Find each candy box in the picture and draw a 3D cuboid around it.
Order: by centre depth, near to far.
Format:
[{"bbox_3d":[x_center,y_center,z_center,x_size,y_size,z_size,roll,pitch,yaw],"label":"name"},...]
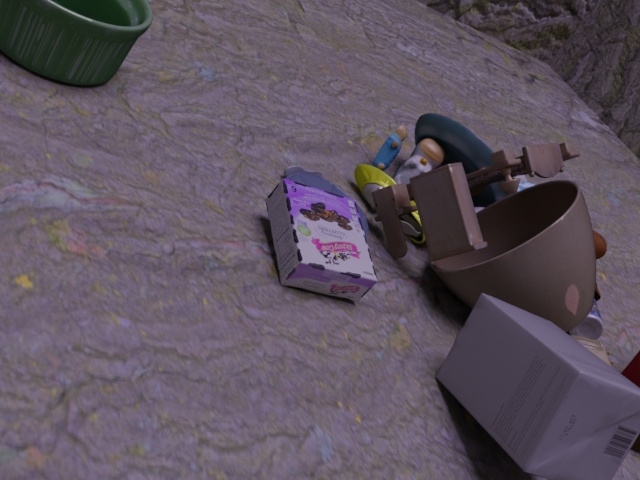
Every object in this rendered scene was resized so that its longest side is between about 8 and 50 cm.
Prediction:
[{"bbox_3d":[0.000,0.000,1.523,0.164,0.070,0.196,15,44,-31],"label":"candy box"}]

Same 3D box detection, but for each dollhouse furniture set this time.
[{"bbox_3d":[0.341,-0.073,1.782,0.355,0.303,0.174,-11,86,-45],"label":"dollhouse furniture set"}]

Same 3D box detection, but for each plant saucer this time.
[{"bbox_3d":[0.339,-0.173,2.063,0.317,0.044,0.317,42,-13,12],"label":"plant saucer"}]

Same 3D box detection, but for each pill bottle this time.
[{"bbox_3d":[0.603,0.167,1.972,0.078,0.078,0.137,30,29,-12],"label":"pill bottle"}]

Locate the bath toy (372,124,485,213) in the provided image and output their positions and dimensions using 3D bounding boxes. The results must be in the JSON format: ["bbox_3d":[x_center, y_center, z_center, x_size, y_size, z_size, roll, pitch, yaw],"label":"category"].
[{"bbox_3d":[0.284,-0.118,2.003,0.348,0.151,0.129,41,5,0],"label":"bath toy"}]

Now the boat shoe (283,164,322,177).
[{"bbox_3d":[-0.042,-0.139,1.770,0.100,0.035,0.035,1,17,-42],"label":"boat shoe"}]

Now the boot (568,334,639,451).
[{"bbox_3d":[0.600,0.309,1.741,0.262,0.095,0.203,26,28,-9],"label":"boot"}]

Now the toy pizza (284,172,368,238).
[{"bbox_3d":[0.007,-0.057,1.692,0.201,0.032,0.201,27,32,-19],"label":"toy pizza"}]

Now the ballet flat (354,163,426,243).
[{"bbox_3d":[0.155,-0.077,1.854,0.231,0.077,0.077,41,45,5],"label":"ballet flat"}]

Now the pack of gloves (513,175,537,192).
[{"bbox_3d":[0.565,-0.195,2.517,0.232,0.046,0.195,19,33,-29],"label":"pack of gloves"}]

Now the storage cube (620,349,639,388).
[{"bbox_3d":[0.802,0.307,1.851,0.183,0.215,0.193,9,32,-40],"label":"storage cube"}]

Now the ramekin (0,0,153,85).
[{"bbox_3d":[-0.480,-0.424,1.582,0.303,0.148,0.303,27,29,-17],"label":"ramekin"}]

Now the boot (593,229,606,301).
[{"bbox_3d":[0.660,0.061,2.161,0.283,0.109,0.220,14,34,-33],"label":"boot"}]

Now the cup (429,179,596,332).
[{"bbox_3d":[0.424,0.063,1.731,0.237,0.331,0.331,57,25,-13],"label":"cup"}]

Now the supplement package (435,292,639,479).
[{"bbox_3d":[0.355,0.240,1.389,0.175,0.178,0.293,21,12,-26],"label":"supplement package"}]
